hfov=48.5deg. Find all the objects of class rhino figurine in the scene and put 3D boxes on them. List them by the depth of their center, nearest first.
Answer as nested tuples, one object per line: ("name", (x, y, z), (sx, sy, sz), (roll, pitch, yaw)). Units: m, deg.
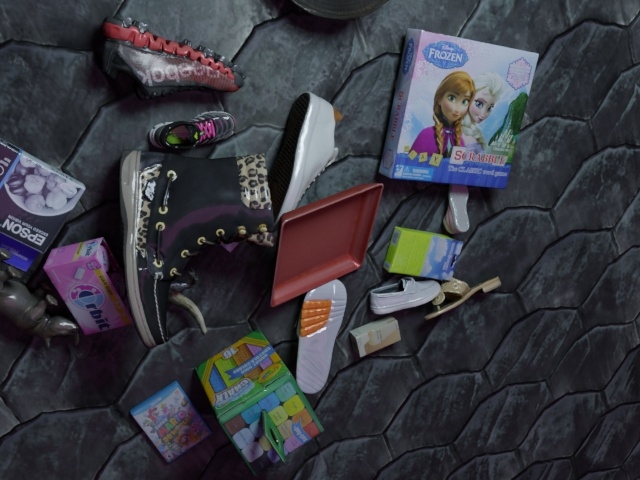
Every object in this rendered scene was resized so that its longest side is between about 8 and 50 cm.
("rhino figurine", (-0.558, 0.129, 1.367), (0.106, 0.073, 0.243), (-38, 121, 6))

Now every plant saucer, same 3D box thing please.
("plant saucer", (0.000, 0.000, 1.511), (0.258, 0.048, 0.259), (-23, 143, -30))

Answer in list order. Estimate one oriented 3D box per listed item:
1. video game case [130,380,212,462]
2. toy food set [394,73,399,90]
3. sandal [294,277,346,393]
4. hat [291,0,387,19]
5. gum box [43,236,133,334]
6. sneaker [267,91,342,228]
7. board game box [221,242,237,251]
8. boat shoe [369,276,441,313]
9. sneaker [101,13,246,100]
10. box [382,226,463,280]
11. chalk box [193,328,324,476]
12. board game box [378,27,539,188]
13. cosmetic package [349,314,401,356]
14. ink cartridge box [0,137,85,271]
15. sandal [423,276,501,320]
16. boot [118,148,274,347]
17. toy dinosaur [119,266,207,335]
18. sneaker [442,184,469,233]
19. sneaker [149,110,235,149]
("video game case", (-0.333, 0.408, 1.597), (0.119, 0.015, 0.166), (-32, 117, -10))
("toy food set", (0.204, -0.351, 1.563), (0.083, 0.020, 0.082), (21, 98, -28))
("sandal", (-0.017, 0.213, 1.629), (0.102, 0.076, 0.265), (14, 88, -19))
("hat", (0.023, -0.573, 1.282), (0.331, 0.134, 0.331), (0, 99, 0))
("gum box", (-0.437, 0.094, 1.379), (0.107, 0.062, 0.188), (-13, 125, 7))
("sneaker", (-0.026, -0.150, 1.472), (0.123, 0.106, 0.290), (20, 90, -35))
("board game box", (-0.178, -0.065, 1.492), (0.154, 0.026, 0.103), (-49, 120, -1))
("boat shoe", (0.203, 0.121, 1.709), (0.184, 0.066, 0.063), (-13, 114, -9))
("sneaker", (-0.278, -0.313, 1.322), (0.276, 0.097, 0.135), (15, 101, -25))
("box", (0.246, 0.033, 1.703), (0.178, 0.042, 0.109), (9, 105, -26))
("chalk box", (-0.124, 0.352, 1.511), (0.179, 0.289, 0.180), (-31, 118, -11))
("board game box", (0.309, -0.284, 1.585), (0.318, 0.066, 0.318), (2, 108, -26))
("cosmetic package", (0.133, 0.231, 1.724), (0.115, 0.041, 0.060), (-22, 115, -15))
("ink cartridge box", (-0.580, -0.065, 1.307), (0.206, 0.045, 0.208), (32, 95, -30))
("sandal", (0.337, 0.119, 1.771), (0.240, 0.088, 0.079), (-21, 84, -23))
("boot", (-0.231, 0.005, 1.363), (0.284, 0.138, 0.377), (-5, 84, -10))
("toy dinosaur", (-0.317, 0.086, 1.455), (0.268, 0.064, 0.118), (33, 109, -20))
("sneaker", (0.318, -0.079, 1.699), (0.051, 0.070, 0.134), (1, 78, -18))
("sneaker", (-0.243, -0.210, 1.385), (0.170, 0.075, 0.063), (-13, 113, -19))
